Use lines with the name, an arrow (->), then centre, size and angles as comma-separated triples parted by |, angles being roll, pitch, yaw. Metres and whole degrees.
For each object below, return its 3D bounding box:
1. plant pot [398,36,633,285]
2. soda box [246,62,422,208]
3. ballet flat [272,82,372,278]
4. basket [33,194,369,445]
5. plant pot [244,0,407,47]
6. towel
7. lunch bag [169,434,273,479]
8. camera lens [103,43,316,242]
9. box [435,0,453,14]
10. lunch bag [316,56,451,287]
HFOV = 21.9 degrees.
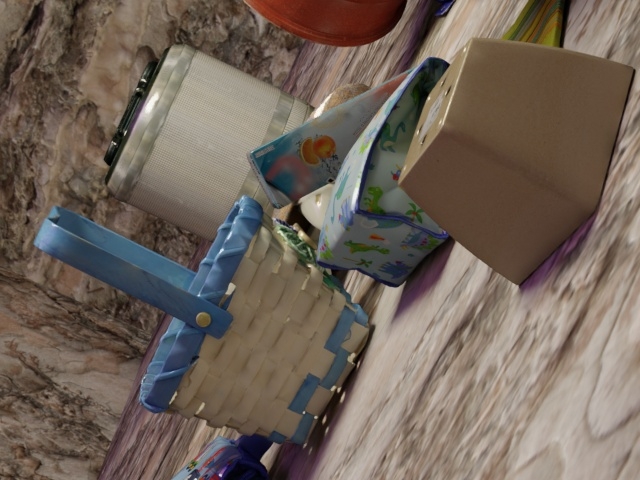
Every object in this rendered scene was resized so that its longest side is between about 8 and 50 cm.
plant pot -> 0.109, -0.057, 0.984 | 0.109, 0.096, 0.109 | -54, 13, 57
soda box -> 0.028, -0.093, 1.463 | 0.183, 0.058, 0.063 | -28, 5, -5
ballet flat -> 0.000, 0.000, 1.658 | 0.316, 0.107, 0.106 | -68, 26, 18
basket -> -0.114, 0.048, 1.457 | 0.255, 0.289, 0.201 | -138, 71, -80
plant pot -> 0.044, -0.401, 1.827 | 0.265, 0.272, 0.272 | -47, 19, 48
towel -> 0.143, -0.105, 1.204 | 0.237, 0.021, 0.102 | -74, 10, -49
lunch bag -> -0.134, 0.302, 1.542 | 0.293, 0.138, 0.221 | -54, 5, -8
camera lens -> -0.127, -0.111, 2.147 | 0.219, 0.274, 0.219 | -155, 90, -82
box -> 0.151, -0.312, 1.809 | 0.136, 0.028, 0.081 | -63, 7, 2
lunch bag -> 0.063, -0.055, 1.315 | 0.129, 0.096, 0.151 | 129, 155, -64
